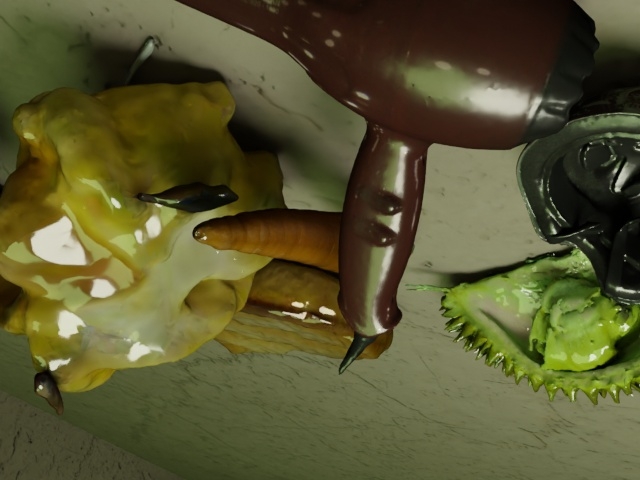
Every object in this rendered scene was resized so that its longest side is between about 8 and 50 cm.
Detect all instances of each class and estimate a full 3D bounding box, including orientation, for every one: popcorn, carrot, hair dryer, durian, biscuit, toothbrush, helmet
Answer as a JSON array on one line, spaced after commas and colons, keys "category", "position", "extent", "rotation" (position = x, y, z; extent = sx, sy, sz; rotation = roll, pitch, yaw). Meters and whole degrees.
[{"category": "popcorn", "position": [-0.189, -0.021, 0.678], "extent": [0.315, 0.281, 0.297], "rotation": [-28, 134, 1]}, {"category": "carrot", "position": [0.000, 0.000, 0.649], "extent": [0.069, 0.069, 0.336], "rotation": [-5, 174, 36]}, {"category": "hair dryer", "position": [0.004, -0.052, 0.513], "extent": [0.312, 0.123, 0.340], "rotation": [19, 121, 16]}, {"category": "durian", "position": [0.276, 0.070, 0.725], "extent": [0.355, 0.157, 0.169], "rotation": [-20, 97, 48]}, {"category": "biscuit", "position": [-0.049, 0.092, 0.933], "extent": [0.274, 0.091, 0.213], "rotation": [2, 150, 31]}, {"category": "toothbrush", "position": [-0.180, -0.155, 0.667], "extent": [0.013, 0.011, 0.131], "rotation": [10, 158, -30]}, {"category": "helmet", "position": [0.242, -0.047, 0.511], "extent": [0.177, 0.107, 0.153], "rotation": [43, 150, -6]}]
